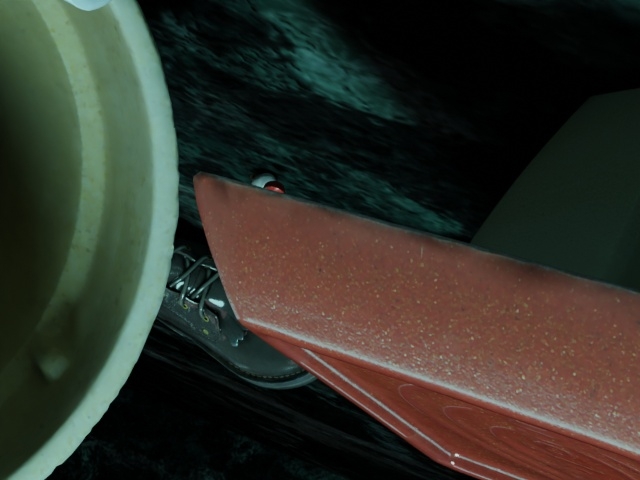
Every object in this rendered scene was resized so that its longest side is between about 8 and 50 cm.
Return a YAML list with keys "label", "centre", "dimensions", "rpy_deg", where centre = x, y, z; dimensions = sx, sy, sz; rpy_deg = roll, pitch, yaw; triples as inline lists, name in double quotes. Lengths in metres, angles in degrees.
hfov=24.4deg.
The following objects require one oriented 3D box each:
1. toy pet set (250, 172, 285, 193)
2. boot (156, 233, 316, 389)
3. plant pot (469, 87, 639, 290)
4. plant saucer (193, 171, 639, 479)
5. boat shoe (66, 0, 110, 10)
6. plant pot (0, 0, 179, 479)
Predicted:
- label: "toy pet set"
  centre: [0.000, 0.000, 0.945]
  dimensions: [0.122, 0.065, 0.114]
  rpy_deg: [25, 133, -15]
- label: "boot"
  centre: [-0.128, 0.019, 1.138]
  dimensions: [0.263, 0.091, 0.229]
  rpy_deg: [17, 166, 40]
- label: "plant pot"
  centre: [0.131, 0.000, 0.555]
  dimensions: [0.109, 0.096, 0.109]
  rpy_deg: [29, 168, -23]
- label: "plant saucer"
  centre: [0.101, 0.071, 0.573]
  dimensions: [0.259, 0.047, 0.258]
  rpy_deg: [17, 166, 33]
- label: "boat shoe"
  centre: [-0.116, -0.151, 0.391]
  dimensions: [0.102, 0.108, 0.301]
  rpy_deg: [21, 175, 8]
- label: "plant pot"
  centre: [-0.269, -0.041, 0.718]
  dimensions: [0.334, 0.333, 0.305]
  rpy_deg: [29, 177, -22]
